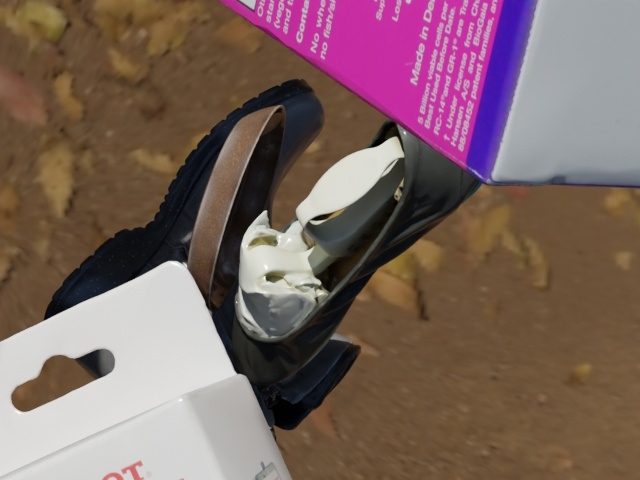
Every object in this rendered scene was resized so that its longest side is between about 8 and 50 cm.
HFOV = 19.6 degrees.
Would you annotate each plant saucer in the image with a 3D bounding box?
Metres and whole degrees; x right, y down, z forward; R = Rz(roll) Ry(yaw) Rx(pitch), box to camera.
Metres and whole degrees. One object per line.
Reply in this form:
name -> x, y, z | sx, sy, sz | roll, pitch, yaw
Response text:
plant saucer -> -0.067, -0.028, 1.428 | 0.029, 0.168, 0.168 | 20, 87, 6

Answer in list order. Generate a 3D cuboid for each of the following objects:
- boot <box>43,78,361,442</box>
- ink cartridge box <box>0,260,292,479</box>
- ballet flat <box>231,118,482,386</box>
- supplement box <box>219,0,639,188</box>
boot -> -0.050, 0.036, 1.561 | 0.222, 0.118, 0.338 | 37, 68, 11
ink cartridge box -> -0.100, 0.208, 0.986 | 0.207, 0.119, 0.353 | -26, 86, 13
ballet flat -> 0.000, 0.000, 1.354 | 0.096, 0.095, 0.280 | 14, 127, -45
supplement box -> 0.052, -0.103, 0.574 | 0.111, 0.220, 0.114 | 2, 113, -29
